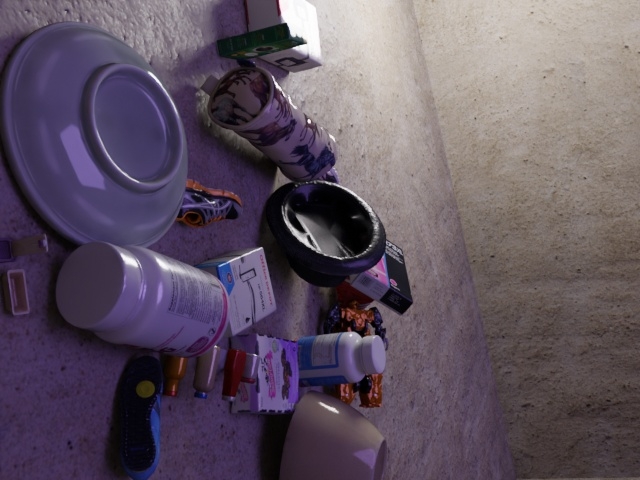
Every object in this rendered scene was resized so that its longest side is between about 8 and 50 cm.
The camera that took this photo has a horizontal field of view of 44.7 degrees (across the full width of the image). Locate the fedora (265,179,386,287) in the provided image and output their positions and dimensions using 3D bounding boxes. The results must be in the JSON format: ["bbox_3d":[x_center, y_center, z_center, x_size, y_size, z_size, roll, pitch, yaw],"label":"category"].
[{"bbox_3d":[0.000,0.000,1.935,0.334,0.334,0.152,-67,177,-51],"label":"fedora"}]

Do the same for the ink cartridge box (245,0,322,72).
[{"bbox_3d":[-0.092,-0.550,2.028,0.237,0.100,0.172,0,82,-66],"label":"ink cartridge box"}]

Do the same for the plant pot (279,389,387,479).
[{"bbox_3d":[0.045,0.500,1.774,0.284,0.191,0.284,7,90,-73],"label":"plant pot"}]

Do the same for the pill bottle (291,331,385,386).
[{"bbox_3d":[0.039,0.286,1.881,0.124,0.221,0.124,-8,90,-67],"label":"pill bottle"}]

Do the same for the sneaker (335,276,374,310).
[{"bbox_3d":[0.057,0.138,2.150,0.221,0.128,0.087,26,22,-22],"label":"sneaker"}]

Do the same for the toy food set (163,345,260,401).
[{"bbox_3d":[-0.199,0.260,1.499,0.232,0.111,0.104,32,65,-61],"label":"toy food set"}]

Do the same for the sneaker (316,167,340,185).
[{"bbox_3d":[-0.012,-0.189,2.146,0.178,0.072,0.077,58,43,-27],"label":"sneaker"}]

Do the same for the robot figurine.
[{"bbox_3d":[0.087,0.306,2.107,0.211,0.085,0.291,9,71,-34],"label":"robot figurine"}]

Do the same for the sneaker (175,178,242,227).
[{"bbox_3d":[-0.238,-0.063,1.561,0.215,0.084,0.083,14,68,-53],"label":"sneaker"}]

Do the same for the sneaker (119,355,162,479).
[{"bbox_3d":[-0.303,0.301,1.316,0.082,0.069,0.209,105,-17,-57],"label":"sneaker"}]

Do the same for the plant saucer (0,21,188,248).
[{"bbox_3d":[-0.334,-0.178,1.293,0.400,0.100,0.400,26,59,-54],"label":"plant saucer"}]

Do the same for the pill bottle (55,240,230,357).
[{"bbox_3d":[-0.287,0.100,1.284,0.283,0.160,0.160,30,55,-60],"label":"pill bottle"}]

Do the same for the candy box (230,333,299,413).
[{"bbox_3d":[-0.119,0.297,1.705,0.196,0.070,0.165,26,59,-63],"label":"candy box"}]

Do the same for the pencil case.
[{"bbox_3d":[-0.103,-0.264,1.817,0.183,0.160,0.410,44,5,27],"label":"pencil case"}]

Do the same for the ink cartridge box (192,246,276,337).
[{"bbox_3d":[-0.182,0.105,1.613,0.203,0.086,0.148,-27,106,-65],"label":"ink cartridge box"}]

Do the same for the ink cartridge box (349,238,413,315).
[{"bbox_3d":[0.160,0.053,2.213,0.175,0.069,0.371,32,22,-17],"label":"ink cartridge box"}]

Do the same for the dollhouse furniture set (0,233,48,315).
[{"bbox_3d":[-0.408,0.046,1.126,0.091,0.081,0.114,-4,86,-66],"label":"dollhouse furniture set"}]

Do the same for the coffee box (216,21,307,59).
[{"bbox_3d":[-0.133,-0.458,1.798,0.113,0.184,0.040,-16,97,-66],"label":"coffee box"}]
